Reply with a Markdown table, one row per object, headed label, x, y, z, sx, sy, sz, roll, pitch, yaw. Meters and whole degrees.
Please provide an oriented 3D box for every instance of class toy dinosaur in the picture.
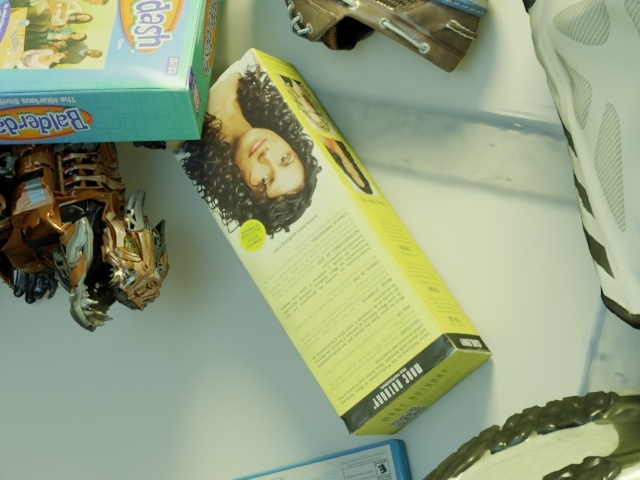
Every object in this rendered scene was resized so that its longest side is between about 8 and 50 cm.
| label | x | y | z | sx | sy | sz | roll | pitch | yaw |
| --- | --- | --- | --- | --- | --- | --- | --- | --- | --- |
| toy dinosaur | -0.220 | -0.051 | 1.107 | 0.218 | 0.164 | 0.322 | -36 | 37 | -4 |

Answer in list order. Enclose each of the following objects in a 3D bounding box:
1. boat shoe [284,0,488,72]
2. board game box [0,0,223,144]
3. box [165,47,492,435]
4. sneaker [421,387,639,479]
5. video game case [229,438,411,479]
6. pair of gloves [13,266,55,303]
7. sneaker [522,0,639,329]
| label | x | y | z | sx | sy | sz | roll | pitch | yaw |
| --- | --- | --- | --- | --- | --- | --- | --- | --- | --- |
| boat shoe | 0.011 | -0.150 | 1.020 | 0.183 | 0.066 | 0.066 | 21 | 96 | 28 |
| board game box | -0.170 | -0.132 | 1.048 | 0.210 | 0.047 | 0.160 | -1 | 51 | 9 |
| box | 0.000 | 0.000 | 1.014 | 0.087 | 0.058 | 0.232 | -42 | 68 | 18 |
| sneaker | 0.241 | 0.152 | 0.854 | 0.410 | 0.158 | 0.182 | -19 | 107 | 23 |
| video game case | 0.012 | 0.213 | 1.009 | 0.119 | 0.015 | 0.166 | -17 | 77 | 25 |
| pair of gloves | -0.214 | 0.006 | 1.155 | 0.083 | 0.010 | 0.074 | 2 | 83 | 27 |
| sneaker | 0.207 | -0.096 | 0.745 | 0.169 | 0.447 | 0.258 | -14 | 85 | -8 |
